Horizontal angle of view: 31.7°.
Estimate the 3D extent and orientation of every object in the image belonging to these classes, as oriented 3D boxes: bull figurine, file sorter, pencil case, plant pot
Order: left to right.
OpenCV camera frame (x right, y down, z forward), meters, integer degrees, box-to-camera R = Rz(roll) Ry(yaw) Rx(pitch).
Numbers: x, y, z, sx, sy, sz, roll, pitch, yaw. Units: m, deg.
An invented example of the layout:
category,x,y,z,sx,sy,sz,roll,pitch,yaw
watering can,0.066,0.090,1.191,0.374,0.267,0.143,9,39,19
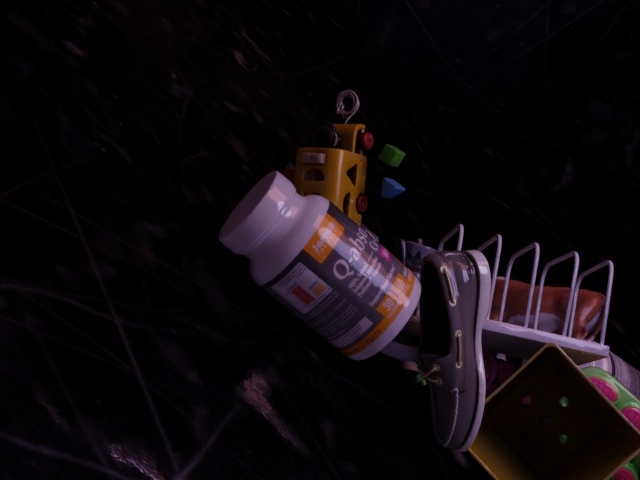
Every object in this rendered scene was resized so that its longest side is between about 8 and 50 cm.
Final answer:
category,x,y,z,sx,sy,sz,roll,pitch,yaw
pencil case,0.329,0.249,1.985,0.209,0.095,0.098,24,18,-42
file sorter,0.330,0.096,1.894,0.278,0.173,0.193,13,-13,-4
bull figurine,0.381,0.147,2.121,0.101,0.310,0.188,52,50,-41
plant pot,0.361,0.301,1.805,0.212,0.212,0.187,47,6,7

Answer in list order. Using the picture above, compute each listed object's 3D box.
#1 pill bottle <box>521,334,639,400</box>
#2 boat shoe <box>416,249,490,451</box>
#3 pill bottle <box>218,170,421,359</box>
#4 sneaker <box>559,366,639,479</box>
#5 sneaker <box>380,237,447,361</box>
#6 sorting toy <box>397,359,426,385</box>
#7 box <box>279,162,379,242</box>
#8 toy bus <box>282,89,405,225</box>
category,x,y,z,sx,sy,sz,roll,pitch,yaw
pill bottle,0.531,0.290,2.198,0.283,0.161,0.161,32,23,-32
boat shoe,0.189,0.165,1.684,0.091,0.304,0.109,1,4,-25
pill bottle,-0.002,0.035,1.645,0.278,0.162,0.162,40,20,-15
sneaker,0.582,0.399,2.077,0.483,0.185,0.202,48,17,-23
sneaker,0.140,0.084,1.815,0.101,0.153,0.268,14,19,0
sorting toy,0.139,0.200,1.819,0.062,0.012,0.083,27,23,-52
box,0.000,0.000,1.869,0.216,0.060,0.270,39,20,-12
toy bus,0.012,-0.115,1.750,0.202,0.191,0.104,53,22,24
